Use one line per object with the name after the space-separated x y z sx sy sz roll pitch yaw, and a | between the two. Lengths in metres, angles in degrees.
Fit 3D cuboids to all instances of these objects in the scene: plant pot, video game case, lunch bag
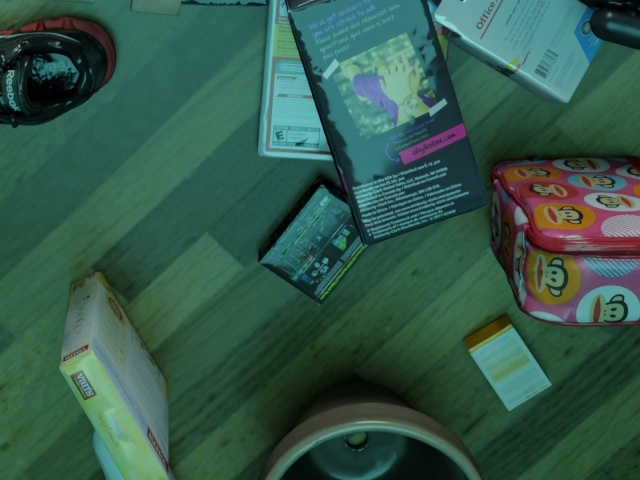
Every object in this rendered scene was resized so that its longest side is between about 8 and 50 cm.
0.047 0.276 1.889 0.263 0.229 0.263 -2 110 -5 | plant pot
0.041 -0.225 1.816 0.204 0.025 0.285 4 110 -5 | video game case
0.325 -0.003 1.776 0.258 0.293 0.120 0 110 -6 | lunch bag

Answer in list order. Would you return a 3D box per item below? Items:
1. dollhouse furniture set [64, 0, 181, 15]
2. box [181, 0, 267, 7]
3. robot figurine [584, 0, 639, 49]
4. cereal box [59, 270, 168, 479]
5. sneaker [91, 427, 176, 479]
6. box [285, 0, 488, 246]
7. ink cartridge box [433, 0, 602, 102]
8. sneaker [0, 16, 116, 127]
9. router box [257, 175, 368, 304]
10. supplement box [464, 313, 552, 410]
-0.297 -0.360 1.602 0.303 0.286 0.198 3 110 -18 | dollhouse furniture set
-0.112 -0.333 1.763 0.116 0.029 0.162 2 108 -4 | box
0.357 -0.317 1.733 0.278 0.209 0.173 12 125 -9 | robot figurine
-0.225 0.152 1.817 0.047 0.240 0.173 -26 109 5 | cereal box
-0.224 0.358 1.958 0.152 0.114 0.305 -20 110 2 | sneaker
0.065 -0.157 1.740 0.143 0.165 0.270 -18 110 2 | box
0.212 -0.239 1.793 0.181 0.061 0.104 30 88 -14 | ink cartridge box
-0.354 -0.170 1.740 0.276 0.135 0.097 -10 110 -4 | sneaker
0.000 0.000 1.887 0.092 0.038 0.122 36 104 -15 | router box
0.223 0.145 1.957 0.062 0.036 0.098 -32 109 7 | supplement box
